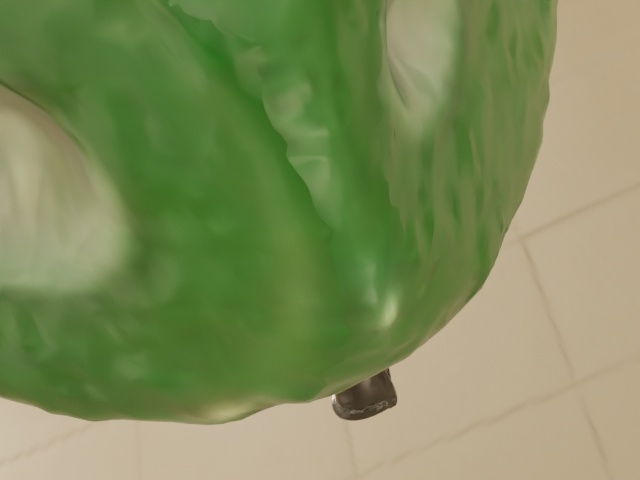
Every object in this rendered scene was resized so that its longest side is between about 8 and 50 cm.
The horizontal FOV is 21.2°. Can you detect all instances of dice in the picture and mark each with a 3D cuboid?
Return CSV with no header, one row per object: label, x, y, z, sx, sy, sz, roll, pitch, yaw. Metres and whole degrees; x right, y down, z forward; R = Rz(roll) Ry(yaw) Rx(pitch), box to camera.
dice,-0.072,-0.116,0.726,0.297,0.287,0.300,-1,41,27

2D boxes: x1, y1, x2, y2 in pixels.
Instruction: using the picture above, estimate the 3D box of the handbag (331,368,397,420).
handbag,0.000,0.000,1.504,0.088,0.244,0.275,-18,31,7
